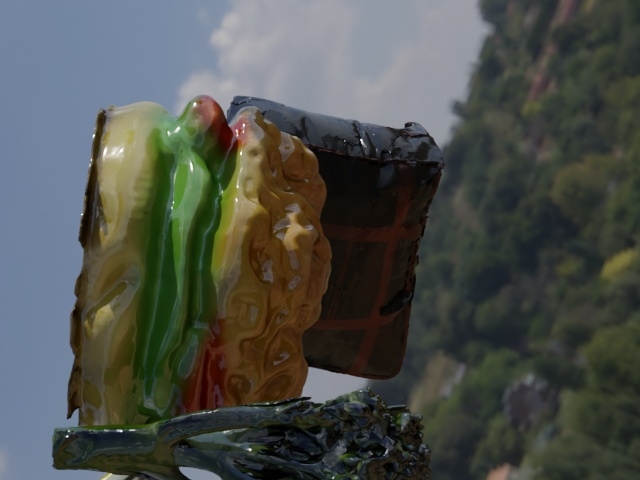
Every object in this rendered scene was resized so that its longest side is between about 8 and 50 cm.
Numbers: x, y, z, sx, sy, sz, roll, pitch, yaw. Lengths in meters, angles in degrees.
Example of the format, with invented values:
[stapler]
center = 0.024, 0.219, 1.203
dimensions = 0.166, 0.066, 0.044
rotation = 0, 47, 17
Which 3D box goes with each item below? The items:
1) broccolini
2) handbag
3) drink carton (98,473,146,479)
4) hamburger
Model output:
[broccolini]
center = -0.039, 0.108, 0.865
dimensions = 0.068, 0.202, 0.091
rotation = -52, -33, -59
[handbag]
center = 0.000, 0.000, 1.307
dimensions = 0.155, 0.169, 0.215
rotation = -118, 35, -59
[drink carton]
center = -0.089, 0.310, 1.161
dimensions = 0.111, 0.154, 0.351
rotation = -36, -35, -19
[hamburger]
center = -0.068, 0.021, 0.993
dimensions = 0.237, 0.149, 0.237
rotation = -176, 90, -88
